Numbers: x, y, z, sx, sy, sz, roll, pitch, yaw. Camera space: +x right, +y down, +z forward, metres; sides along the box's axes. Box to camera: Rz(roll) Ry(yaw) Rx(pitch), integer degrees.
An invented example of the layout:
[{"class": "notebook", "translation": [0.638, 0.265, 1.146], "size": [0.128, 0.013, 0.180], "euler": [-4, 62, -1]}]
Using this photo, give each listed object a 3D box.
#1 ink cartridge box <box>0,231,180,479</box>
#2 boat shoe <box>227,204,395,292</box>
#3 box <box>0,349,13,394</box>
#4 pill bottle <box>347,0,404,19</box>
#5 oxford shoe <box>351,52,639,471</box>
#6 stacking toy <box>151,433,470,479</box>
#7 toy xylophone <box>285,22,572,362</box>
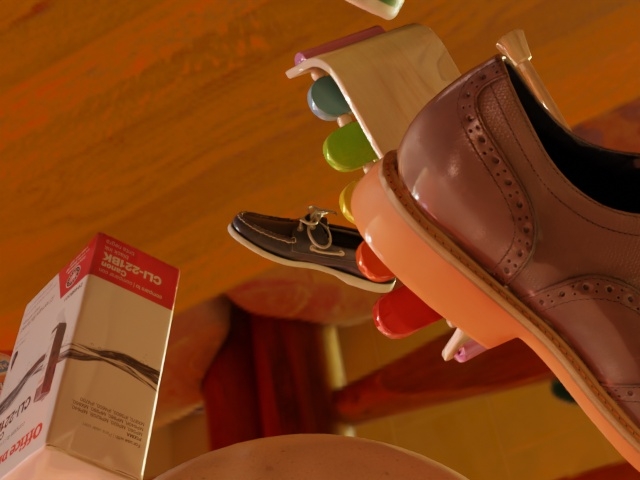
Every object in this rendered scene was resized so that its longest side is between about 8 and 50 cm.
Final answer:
[{"class": "ink cartridge box", "translation": [-0.268, 0.161, 1.135], "size": [0.114, 0.273, 0.197], "euler": [28, 135, -27]}, {"class": "boat shoe", "translation": [0.000, 0.000, 1.426], "size": [0.254, 0.095, 0.079], "euler": [20, 116, -9]}, {"class": "box", "translation": [-0.452, 0.304, 1.340], "size": [0.154, 0.142, 0.300], "euler": [3, 111, -43]}, {"class": "pill bottle", "translation": [0.077, -0.359, 1.122], "size": [0.117, 0.117, 0.208], "euler": [19, 108, -28]}, {"class": "oxford shoe", "translation": [0.197, 0.039, 0.575], "size": [0.363, 0.130, 0.133], "euler": [33, 118, -10]}, {"class": "stacking toy", "translation": [-0.003, 0.410, 0.736], "size": [0.350, 0.351, 0.480], "euler": [-7, 128, -4]}, {"class": "toy xylophone", "translation": [0.120, -0.064, 0.915], "size": [0.236, 0.323, 0.081], "euler": [-15, 166, -25]}]
